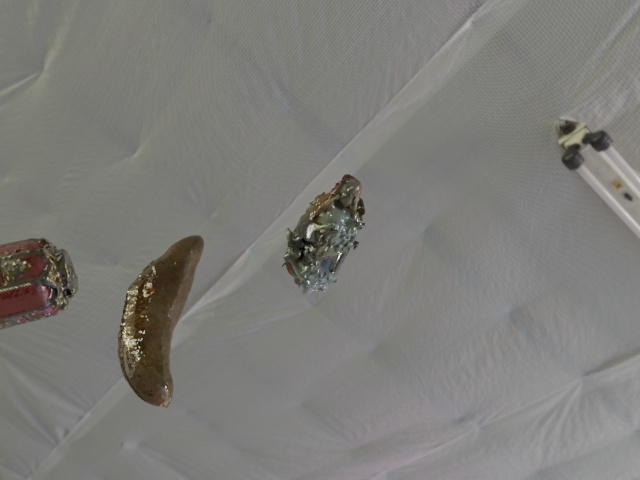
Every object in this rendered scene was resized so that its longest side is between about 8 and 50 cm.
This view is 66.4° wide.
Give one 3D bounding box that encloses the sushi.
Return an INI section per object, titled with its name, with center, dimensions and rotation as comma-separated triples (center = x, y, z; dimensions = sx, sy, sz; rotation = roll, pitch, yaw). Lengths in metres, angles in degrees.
[sushi]
center = -0.001, 0.002, 0.714
dimensions = 0.097, 0.103, 0.226
rotation = 14, -54, -11

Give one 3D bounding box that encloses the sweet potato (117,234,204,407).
[sweet potato]
center = -0.270, 0.112, 0.811
dimensions = 0.114, 0.341, 0.092
rotation = -2, -47, 1

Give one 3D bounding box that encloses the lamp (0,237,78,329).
[lamp]
center = -0.649, 0.094, 0.996
dimensions = 0.274, 0.177, 0.177
rotation = -14, -57, -15
